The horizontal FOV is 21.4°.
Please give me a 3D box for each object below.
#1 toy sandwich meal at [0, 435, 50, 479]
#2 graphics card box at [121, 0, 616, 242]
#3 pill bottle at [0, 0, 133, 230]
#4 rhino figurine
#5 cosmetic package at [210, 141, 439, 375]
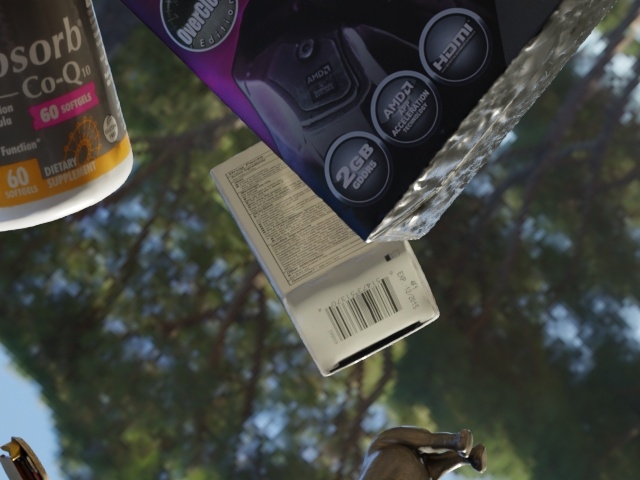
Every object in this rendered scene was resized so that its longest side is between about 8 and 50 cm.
[{"bbox_3d":[-0.335,0.257,1.906,0.085,0.029,0.086,46,156,28],"label":"toy sandwich meal"},{"bbox_3d":[-0.011,-0.203,1.033,0.371,0.233,0.094,45,-161,17],"label":"graphics card box"},{"bbox_3d":[-0.249,-0.160,1.268,0.162,0.162,0.279,-89,-13,-68],"label":"pill bottle"},{"bbox_3d":[0.065,0.240,1.477,0.243,0.106,0.073,-55,-44,-56],"label":"rhino figurine"},{"bbox_3d":[0.000,0.000,1.892,0.129,0.153,0.296,64,178,-35],"label":"cosmetic package"}]
